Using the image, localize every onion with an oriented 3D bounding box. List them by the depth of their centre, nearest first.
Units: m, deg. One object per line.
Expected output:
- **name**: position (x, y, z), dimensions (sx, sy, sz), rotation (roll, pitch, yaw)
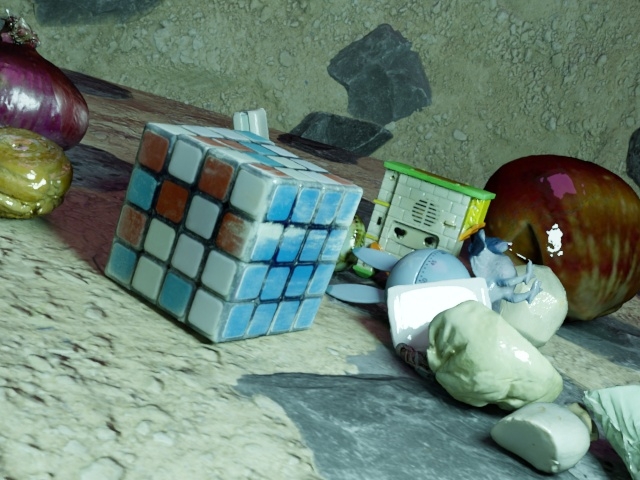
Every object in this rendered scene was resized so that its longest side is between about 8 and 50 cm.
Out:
- **onion**: position (-0.632, -0.316, 1.723), dimensions (0.347, 0.286, 0.347), rotation (16, 3, -1)

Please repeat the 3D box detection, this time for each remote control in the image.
- **remote control**: position (-0.126, -0.117, 1.680), dimensions (0.055, 0.277, 0.103), rotation (-4, 12, 8)

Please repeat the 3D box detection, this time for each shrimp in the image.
- **shrimp**: position (0.158, 0.196, 1.368), dimensions (0.038, 0.029, 0.092), rotation (15, 22, -44)

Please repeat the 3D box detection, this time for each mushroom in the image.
- **mushroom**: position (0.334, 0.266, 1.205), dimensions (0.116, 0.093, 0.225), rotation (11, 8, 41)

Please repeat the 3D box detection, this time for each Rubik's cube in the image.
- **Rubik's cube**: position (-0.132, -0.017, 1.303), dimensions (0.253, 0.256, 0.259), rotation (28, 15, 31)

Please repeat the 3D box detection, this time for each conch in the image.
- **conch**: position (-0.001, 0.001, 1.718), dimensions (0.181, 0.187, 0.124), rotation (40, -29, -10)

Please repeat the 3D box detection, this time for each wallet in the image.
- **wallet**: position (0.202, 0.129, 1.433), dimensions (0.182, 0.124, 0.032), rotation (-7, -12, -11)

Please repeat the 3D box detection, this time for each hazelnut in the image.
- **hazelnut**: position (0.552, 0.000, 2.017), dimensions (0.429, 0.402, 0.402), rotation (14, 14, -39)

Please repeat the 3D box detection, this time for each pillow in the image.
- **pillow**: position (0.557, 0.295, 1.198), dimensions (0.309, 0.138, 0.283), rotation (-2, 34, -19)

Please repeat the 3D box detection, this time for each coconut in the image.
- **coconut**: position (0.414, 0.126, 1.705), dimensions (0.161, 0.162, 0.161), rotation (18, 13, -4)

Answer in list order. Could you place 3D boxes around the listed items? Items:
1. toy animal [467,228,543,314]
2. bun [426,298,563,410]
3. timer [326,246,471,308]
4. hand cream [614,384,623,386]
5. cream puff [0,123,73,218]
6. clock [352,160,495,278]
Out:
- **toy animal**: position (0.319, 0.077, 1.583), dimensions (0.176, 0.239, 0.255), rotation (7, 37, 40)
- **bun**: position (0.251, 0.186, 1.304), dimensions (0.229, 0.145, 0.229), rotation (46, 1, -1)
- **timer**: position (0.160, 0.098, 1.568), dimensions (0.175, 0.175, 0.255), rotation (6, -10, -44)
- **hand cream**: position (0.576, 0.345, 1.323), dimensions (0.121, 0.076, 0.336), rotation (6, 26, -38)
- **cream puff**: position (-0.502, -0.104, 1.398), dimensions (0.189, 0.129, 0.189), rotation (22, 22, -9)
- **clock**: position (0.205, -0.010, 1.746), dimensions (0.219, 0.255, 0.106), rotation (22, 12, 20)
